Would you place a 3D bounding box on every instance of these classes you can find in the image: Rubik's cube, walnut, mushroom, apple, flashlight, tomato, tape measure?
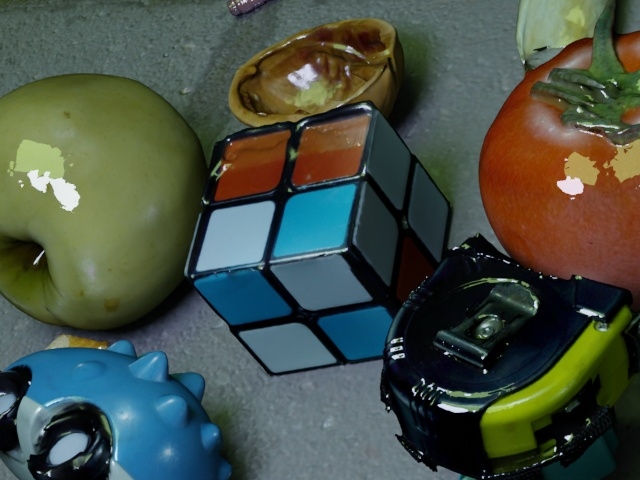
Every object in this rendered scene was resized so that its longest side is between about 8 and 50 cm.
[{"bbox_3d":[0.000,0.001,1.849,0.183,0.167,0.180,-14,48,27],"label":"Rubik's cube"},{"bbox_3d":[0.009,-0.148,2.039,0.211,0.087,0.167,5,51,45],"label":"walnut"},{"bbox_3d":[0.254,-0.293,1.999,0.100,0.081,0.312,-13,48,35],"label":"mushroom"},{"bbox_3d":[-0.239,-0.038,2.008,0.262,0.262,0.262,-20,44,20],"label":"apple"},{"bbox_3d":[-0.057,-0.289,2.256,0.110,0.031,0.052,-27,42,13],"label":"flashlight"},{"bbox_3d":[0.262,-0.058,1.664,0.255,0.224,0.256,-14,42,13],"label":"tomato"},{"bbox_3d":[0.143,0.097,1.558,0.199,0.112,0.186,20,57,35],"label":"tape measure"}]

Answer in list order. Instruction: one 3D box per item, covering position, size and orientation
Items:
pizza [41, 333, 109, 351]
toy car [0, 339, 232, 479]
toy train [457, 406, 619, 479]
[{"bbox_3d":[-0.250,0.146,1.998,0.160,0.036,0.099,5,57,38],"label":"pizza"},{"bbox_3d":[-0.190,0.181,1.812,0.255,0.188,0.190,18,57,47],"label":"toy car"},{"bbox_3d":[0.157,0.136,1.665,0.154,0.107,0.198,-27,42,1],"label":"toy train"}]
